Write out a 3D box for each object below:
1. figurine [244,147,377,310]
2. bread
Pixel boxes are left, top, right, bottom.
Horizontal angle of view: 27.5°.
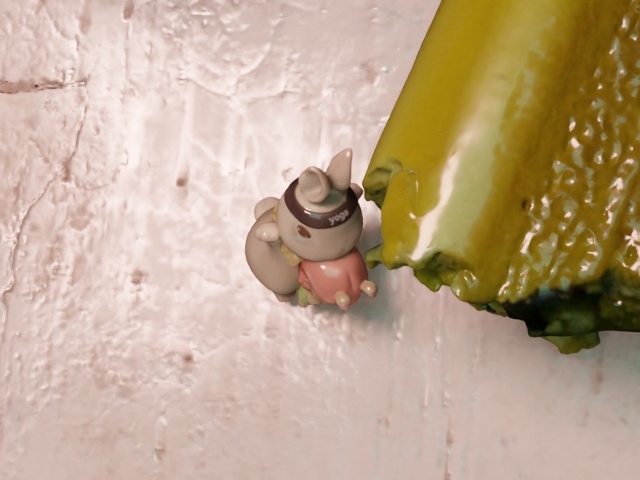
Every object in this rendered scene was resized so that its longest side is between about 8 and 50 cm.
[{"bbox_3d":[0.008,-0.004,0.902,0.098,0.146,0.081,44,65,-6],"label":"figurine"},{"bbox_3d":[0.195,-0.113,0.861,0.251,0.208,0.377,24,87,-3],"label":"bread"}]
